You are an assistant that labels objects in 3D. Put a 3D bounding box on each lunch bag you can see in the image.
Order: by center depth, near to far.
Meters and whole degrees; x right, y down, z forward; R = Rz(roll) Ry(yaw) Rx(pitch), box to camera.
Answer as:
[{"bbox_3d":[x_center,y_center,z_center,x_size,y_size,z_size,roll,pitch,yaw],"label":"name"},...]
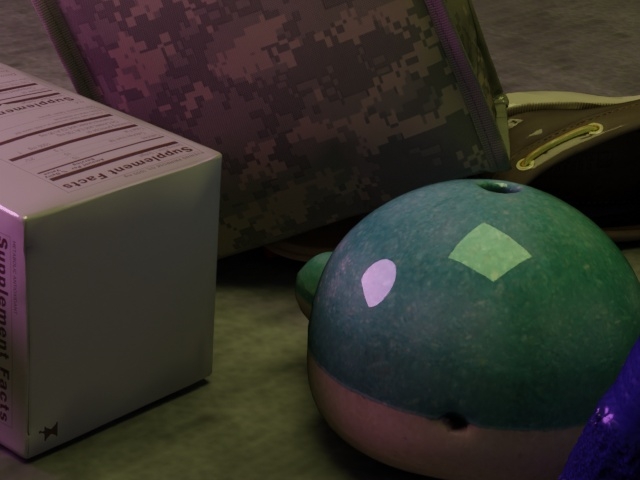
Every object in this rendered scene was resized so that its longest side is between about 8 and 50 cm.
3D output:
[{"bbox_3d":[-0.039,-0.156,0.999,0.235,0.287,0.169,-18,21,12],"label":"lunch bag"}]

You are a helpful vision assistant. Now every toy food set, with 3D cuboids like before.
[{"bbox_3d":[0.000,0.000,1.058,0.083,0.020,0.082,8,23,8],"label":"toy food set"}]

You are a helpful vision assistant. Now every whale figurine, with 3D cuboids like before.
[{"bbox_3d":[0.094,0.019,0.879,0.216,0.141,0.272,9,23,12],"label":"whale figurine"}]

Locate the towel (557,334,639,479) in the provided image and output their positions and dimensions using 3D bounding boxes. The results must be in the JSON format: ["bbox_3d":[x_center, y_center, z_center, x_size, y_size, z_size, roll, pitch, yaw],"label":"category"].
[{"bbox_3d":[0.178,0.044,0.649,0.076,0.308,0.228,33,34,19],"label":"towel"}]

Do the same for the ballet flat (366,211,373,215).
[{"bbox_3d":[0.049,-0.043,1.145,0.052,0.057,0.168,-16,10,25],"label":"ballet flat"}]

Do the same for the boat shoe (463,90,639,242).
[{"bbox_3d":[0.252,-0.056,1.121,0.324,0.116,0.096,-6,30,-14],"label":"boat shoe"}]

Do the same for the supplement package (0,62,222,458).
[{"bbox_3d":[-0.186,-0.006,0.893,0.244,0.139,0.134,24,31,35],"label":"supplement package"}]
